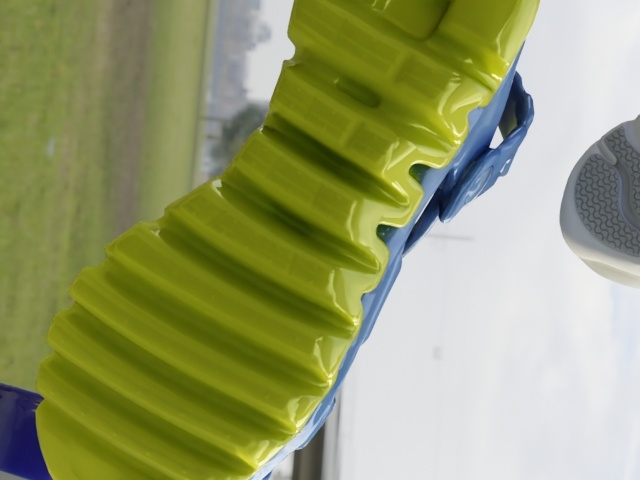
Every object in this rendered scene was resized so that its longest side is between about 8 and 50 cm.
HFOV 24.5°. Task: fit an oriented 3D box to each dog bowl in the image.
[{"bbox_3d":[-0.246,0.213,1.393,0.265,0.264,0.104,117,-10,-78],"label":"dog bowl"}]

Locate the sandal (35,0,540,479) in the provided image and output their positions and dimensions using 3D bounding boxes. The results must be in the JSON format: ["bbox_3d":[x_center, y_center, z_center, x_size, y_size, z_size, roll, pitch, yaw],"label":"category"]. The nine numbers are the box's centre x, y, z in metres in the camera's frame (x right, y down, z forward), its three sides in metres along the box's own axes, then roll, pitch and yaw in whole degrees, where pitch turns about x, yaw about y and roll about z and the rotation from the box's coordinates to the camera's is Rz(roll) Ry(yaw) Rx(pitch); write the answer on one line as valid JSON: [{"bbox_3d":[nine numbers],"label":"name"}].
[{"bbox_3d":[0.000,0.000,0.652,0.317,0.126,0.138,-51,160,5],"label":"sandal"}]

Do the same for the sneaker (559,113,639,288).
[{"bbox_3d":[0.237,-0.009,0.768,0.115,0.281,0.105,-53,-130,53],"label":"sneaker"}]
